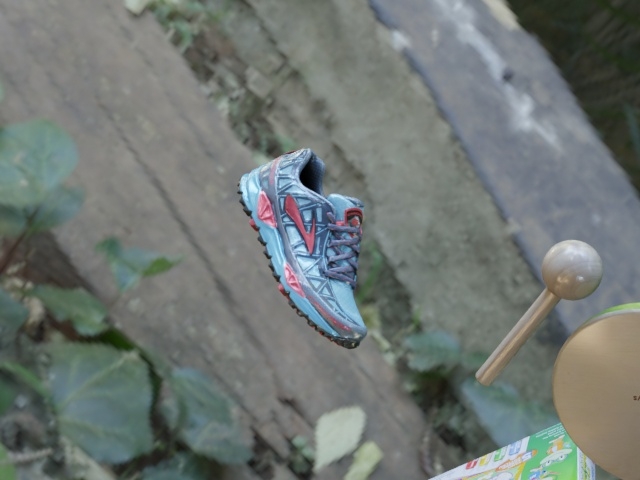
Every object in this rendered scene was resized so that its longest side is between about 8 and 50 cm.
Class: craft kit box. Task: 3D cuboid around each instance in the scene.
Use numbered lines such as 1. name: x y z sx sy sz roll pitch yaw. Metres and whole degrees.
1. craft kit box: 0.232 0.344 1.837 0.061 0.250 0.246 59 17 -14

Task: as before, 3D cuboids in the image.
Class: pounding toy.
1. pounding toy: 0.286 0.104 1.272 0.237 0.183 0.110 33 36 9

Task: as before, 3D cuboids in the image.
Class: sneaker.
1. sneaker: 0.000 0.000 1.657 0.262 0.125 0.104 62 14 24
